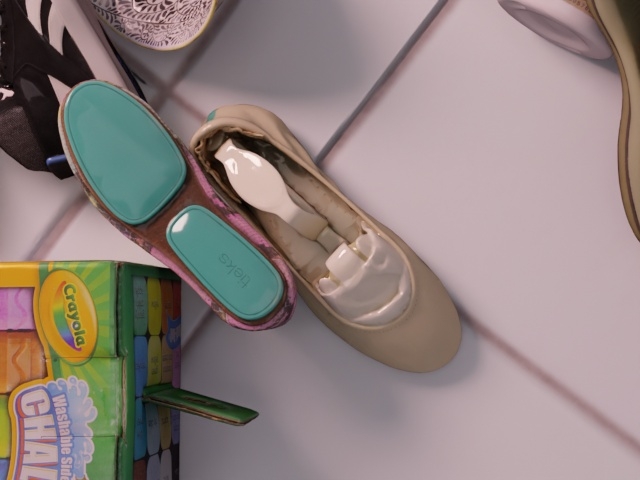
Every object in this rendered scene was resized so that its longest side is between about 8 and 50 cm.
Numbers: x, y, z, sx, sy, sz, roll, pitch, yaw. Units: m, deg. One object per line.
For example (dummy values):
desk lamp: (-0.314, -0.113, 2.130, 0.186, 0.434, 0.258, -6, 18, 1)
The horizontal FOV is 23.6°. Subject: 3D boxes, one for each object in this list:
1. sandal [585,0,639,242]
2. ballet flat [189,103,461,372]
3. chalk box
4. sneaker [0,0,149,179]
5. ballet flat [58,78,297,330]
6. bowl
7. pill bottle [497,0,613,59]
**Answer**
sandal: (0.249, -0.128, 1.010, 0.120, 0.086, 0.303, -22, 110, -25)
ballet flat: (0.000, 0.000, 1.082, 0.248, 0.086, 0.086, 44, 92, 7)
chalk box: (-0.190, 0.102, 1.050, 0.289, 0.180, 0.179, -1, 86, 5)
sneaker: (-0.220, -0.143, 1.098, 0.121, 0.079, 0.217, -27, 101, 5)
ballet flat: (-0.100, -0.019, 1.072, 0.077, 0.079, 0.221, -44, 81, -5)
bowl: (-0.110, -0.228, 1.097, 0.170, 0.170, 0.080, 49, 50, 7)
pill bottle: (0.202, -0.220, 1.067, 0.094, 0.094, 0.169, 29, 90, 8)
